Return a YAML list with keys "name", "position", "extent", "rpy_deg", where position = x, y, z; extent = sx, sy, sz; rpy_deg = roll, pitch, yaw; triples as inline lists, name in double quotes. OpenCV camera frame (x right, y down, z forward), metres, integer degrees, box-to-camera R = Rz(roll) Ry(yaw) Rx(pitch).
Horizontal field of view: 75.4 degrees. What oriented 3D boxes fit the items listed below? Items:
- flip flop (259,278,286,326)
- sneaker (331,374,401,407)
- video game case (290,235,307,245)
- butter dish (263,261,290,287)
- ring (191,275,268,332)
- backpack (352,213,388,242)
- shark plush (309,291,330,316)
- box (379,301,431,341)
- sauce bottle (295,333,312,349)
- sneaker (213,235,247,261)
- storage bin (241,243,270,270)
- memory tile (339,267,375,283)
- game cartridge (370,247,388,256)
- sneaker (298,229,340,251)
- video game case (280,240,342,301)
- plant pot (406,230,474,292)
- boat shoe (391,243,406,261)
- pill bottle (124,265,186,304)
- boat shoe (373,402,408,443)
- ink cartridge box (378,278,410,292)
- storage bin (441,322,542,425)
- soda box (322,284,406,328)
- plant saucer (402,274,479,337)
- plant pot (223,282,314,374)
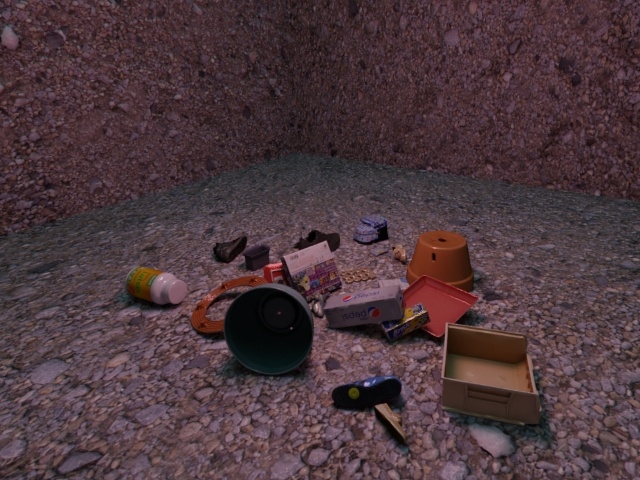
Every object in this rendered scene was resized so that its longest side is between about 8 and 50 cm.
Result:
- name: "flip flop"
  position: [-0.203, 0.264, 1.617]
  extent: [0.112, 0.080, 0.277]
  rpy_deg: [-4, 35, 24]
- name: "sneaker"
  position: [0.137, 0.445, 1.228]
  extent: [0.209, 0.069, 0.082]
  rpy_deg: [-11, -9, 2]
- name: "video game case"
  position: [-0.089, -0.004, 2.208]
  extent: [0.121, 0.011, 0.087]
  rpy_deg: [-25, -5, 30]
- name: "butter dish"
  position: [-0.165, 0.173, 1.787]
  extent: [0.159, 0.161, 0.118]
  rpy_deg: [-9, -1, -15]
- name: "ring"
  position: [-0.363, 0.239, 1.650]
  extent: [0.336, 0.032, 0.337]
  rpy_deg: [-17, 26, 9]
- name: "backpack"
  position: [0.264, -0.059, 2.263]
  extent: [0.173, 0.117, 0.158]
  rpy_deg: [-18, 27, -24]
- name: "shark plush"
  position: [0.003, 0.259, 1.689]
  extent: [0.067, 0.073, 0.161]
  rpy_deg: [29, 15, 9]
- name: "box"
  position: [0.301, 0.291, 1.473]
  extent: [0.168, 0.059, 0.054]
  rpy_deg: [-27, 32, -2]
- name: "sauce bottle"
  position: [-0.068, 0.350, 1.473]
  extent: [0.042, 0.042, 0.128]
  rpy_deg: [-11, 23, -18]
- name: "sneaker"
  position: [-0.479, 0.029, 2.179]
  extent: [0.130, 0.087, 0.228]
  rpy_deg: [12, 33, 17]
- name: "storage bin"
  position: [-0.315, 0.084, 2.034]
  extent: [0.098, 0.091, 0.135]
  rpy_deg: [17, 30, 37]
- name: "memory tile"
  position: [0.171, 0.159, 1.908]
  extent: [0.147, 0.012, 0.113]
  rpy_deg: [-9, 25, -14]
- name: "game cartridge"
  position: [0.300, 0.058, 2.118]
  extent: [0.083, 0.017, 0.056]
  rpy_deg: [-18, 25, -31]
- name: "sneaker"
  position: [0.000, 0.000, 2.142]
  extent: [0.108, 0.130, 0.286]
  rpy_deg: [15, 28, 39]
- name: "video game case"
  position: [-0.036, 0.133, 1.760]
  extent: [0.231, 0.211, 0.041]
  rpy_deg: [-21, 0, -34]
- name: "plant pot"
  position: [0.524, 0.086, 1.801]
  extent: [0.290, 0.204, 0.291]
  rpy_deg: [-2, 24, 1]
- name: "boat shoe"
  position: [0.385, 0.065, 2.044]
  extent: [0.059, 0.063, 0.170]
  rpy_deg: [-5, 15, 2]
- name: "pill bottle"
  position: [-0.698, 0.196, 1.768]
  extent: [0.245, 0.137, 0.136]
  rpy_deg: [9, 27, 26]
- name: "boat shoe"
  position: [0.197, 0.488, 1.122]
  extent: [0.045, 0.050, 0.135]
  rpy_deg: [-19, 28, -21]
- name: "ink cartridge box"
  position: [0.308, 0.205, 1.741]
  extent: [0.122, 0.052, 0.089]
  rpy_deg: [-3, 24, -3]
- name: "storage bin"
  position: [0.496, 0.387, 1.228]
  extent: [0.260, 0.123, 0.262]
  rpy_deg: [5, 25, 17]
- name: "soda box"
  position: [0.160, 0.244, 1.517]
  extent: [0.285, 0.091, 0.098]
  rpy_deg: [-14, 17, 26]
- name: "plant saucer"
  position: [0.422, 0.254, 1.581]
  extent: [0.259, 0.048, 0.258]
  rpy_deg: [-32, 36, -30]
- name: "plant pot"
  position: [-0.155, 0.269, 1.398]
  extent: [0.292, 0.294, 0.196]
  rpy_deg: [0, 11, 7]
